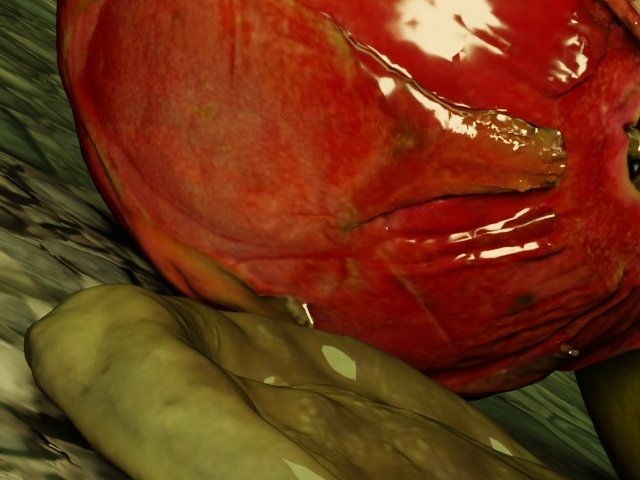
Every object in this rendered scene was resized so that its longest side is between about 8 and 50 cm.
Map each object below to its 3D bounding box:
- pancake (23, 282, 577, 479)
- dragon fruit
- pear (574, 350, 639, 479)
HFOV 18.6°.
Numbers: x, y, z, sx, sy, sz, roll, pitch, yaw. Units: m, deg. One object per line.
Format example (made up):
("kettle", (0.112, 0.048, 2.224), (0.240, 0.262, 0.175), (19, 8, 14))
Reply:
("pancake", (0.035, 0.069, 0.460), (0.236, 0.042, 0.222), (28, 9, -41))
("dragon fruit", (0.028, -0.062, 0.659), (0.241, 0.241, 0.252), (27, 23, -51))
("pear", (0.235, 0.013, 0.780), (0.304, 0.304, 0.304), (33, 5, -3))
